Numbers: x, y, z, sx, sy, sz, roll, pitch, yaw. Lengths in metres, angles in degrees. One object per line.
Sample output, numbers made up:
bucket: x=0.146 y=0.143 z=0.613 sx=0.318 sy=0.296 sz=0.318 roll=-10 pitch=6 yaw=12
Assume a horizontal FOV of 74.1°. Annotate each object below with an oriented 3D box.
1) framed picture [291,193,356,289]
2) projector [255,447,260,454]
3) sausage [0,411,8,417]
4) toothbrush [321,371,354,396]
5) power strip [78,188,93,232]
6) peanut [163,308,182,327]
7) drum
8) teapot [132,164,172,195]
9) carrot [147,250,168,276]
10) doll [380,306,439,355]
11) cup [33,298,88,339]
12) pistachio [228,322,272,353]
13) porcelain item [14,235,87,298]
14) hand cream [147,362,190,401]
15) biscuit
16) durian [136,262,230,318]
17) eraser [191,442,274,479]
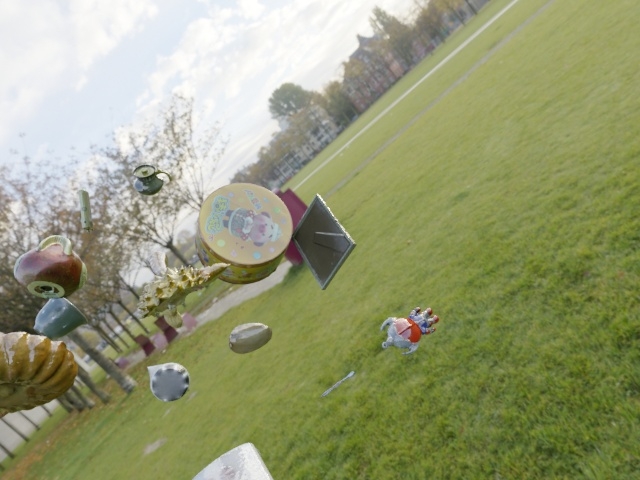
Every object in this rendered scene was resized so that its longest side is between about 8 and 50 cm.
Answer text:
framed picture: x=0.000 y=0.000 z=1.755 sx=0.247 sy=0.022 sz=0.335 roll=-57 pitch=45 yaw=25
projector: x=-0.266 y=0.966 z=1.691 sx=0.108 sy=0.338 sz=0.108 roll=-4 pitch=31 yaw=2
sausage: x=-1.254 y=0.572 z=1.674 sx=0.326 sy=0.087 sz=0.079 roll=39 pitch=115 yaw=42
toothbrush: x=0.075 y=0.632 z=1.859 sx=0.193 sy=0.013 sz=0.019 roll=-40 pitch=-23 yaw=12
power strip: x=-0.904 y=-0.111 z=1.632 sx=0.028 sy=0.169 sz=0.076 roll=-7 pitch=0 yaw=-19
peanut: x=-0.737 y=0.359 z=2.092 sx=0.082 sy=0.187 sz=0.082 roll=-8 pitch=30 yaw=5
drum: x=-0.342 y=-0.035 z=1.888 sx=0.431 sy=0.431 sz=0.214 roll=-48 pitch=-5 yaw=-32
teapot: x=-0.762 y=-0.277 z=1.915 sx=0.165 sy=0.130 sz=0.119 roll=-20 pitch=-40 yaw=-19
carrot: x=-0.590 y=0.104 z=1.568 sx=0.078 sy=0.078 sz=0.298 roll=-44 pitch=27 yaw=-12
doll: x=0.237 y=0.240 z=1.138 sx=0.194 sy=0.104 sz=0.062 roll=-23 pitch=-12 yaw=-30
cup: x=-1.133 y=0.345 z=1.815 sx=0.199 sy=0.199 sz=0.150 roll=-30 pitch=18 yaw=51
pistachio: x=-0.322 y=0.446 z=1.952 sx=0.206 sy=0.132 sz=0.129 roll=-11 pitch=-4 yaw=-7
porcelain item: x=-1.037 y=0.098 z=1.652 sx=0.253 sy=0.253 sz=0.253 roll=-41 pitch=9 yaw=8
hand cream: x=-0.527 y=0.491 z=1.490 sx=0.118 sy=0.185 sz=0.358 roll=-63 pitch=11 yaw=-22
biscuit: x=-0.826 y=0.365 z=1.119 sx=0.325 sy=0.325 sz=0.107 roll=-38 pitch=44 yaw=21
durian: x=-0.307 y=0.088 z=0.941 sx=0.224 sy=0.078 sz=0.140 roll=-30 pitch=-11 yaw=-34
eraser: x=-0.135 y=0.514 z=0.748 sx=0.174 sy=0.095 sz=0.270 roll=-32 pitch=31 yaw=-20
